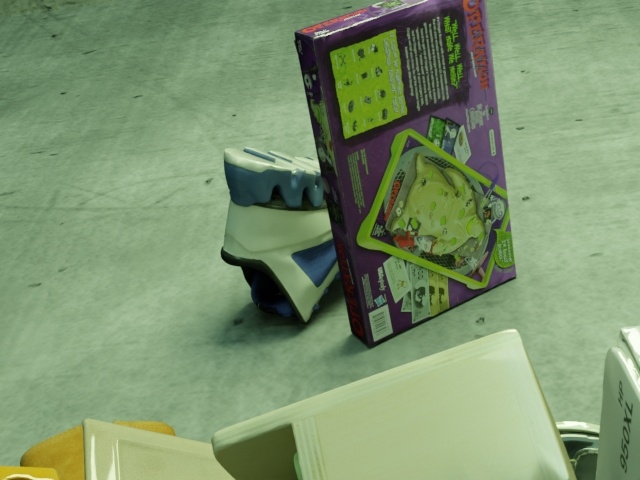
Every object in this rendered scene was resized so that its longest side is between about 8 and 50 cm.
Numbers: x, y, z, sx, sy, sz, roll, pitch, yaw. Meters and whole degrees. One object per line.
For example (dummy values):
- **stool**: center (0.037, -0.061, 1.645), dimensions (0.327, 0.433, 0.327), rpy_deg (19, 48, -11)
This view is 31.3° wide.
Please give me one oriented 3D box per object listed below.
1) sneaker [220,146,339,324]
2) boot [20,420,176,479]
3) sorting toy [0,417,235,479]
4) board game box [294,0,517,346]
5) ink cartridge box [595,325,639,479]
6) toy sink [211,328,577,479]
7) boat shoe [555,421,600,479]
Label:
- **sneaker**: center (-0.001, 0.000, 1.324), dimensions (0.316, 0.182, 0.127), rpy_deg (5, 16, -41)
- **boot**: center (-0.226, 0.251, 0.942), dimensions (0.295, 0.104, 0.211), rpy_deg (-10, 34, -27)
- **sorting toy**: center (-0.101, 0.224, 0.891), dimensions (0.348, 0.047, 0.196), rpy_deg (17, 24, -23)
- **board game box**: center (0.099, -0.080, 1.198), dimensions (0.208, 0.346, 0.056), rpy_deg (-21, 28, -20)
- **ink cartridge box**: center (0.369, 0.191, 0.649), dimensions (0.395, 0.285, 0.166), rpy_deg (-5, 29, 0)
- **toy sink**: center (0.061, 0.185, 0.806), dimensions (0.234, 0.153, 0.131), rpy_deg (-20, 52, 8)
- **boat shoe**: center (0.228, 0.202, 0.918), dimensions (0.233, 0.084, 0.079), rpy_deg (5, 31, 19)
